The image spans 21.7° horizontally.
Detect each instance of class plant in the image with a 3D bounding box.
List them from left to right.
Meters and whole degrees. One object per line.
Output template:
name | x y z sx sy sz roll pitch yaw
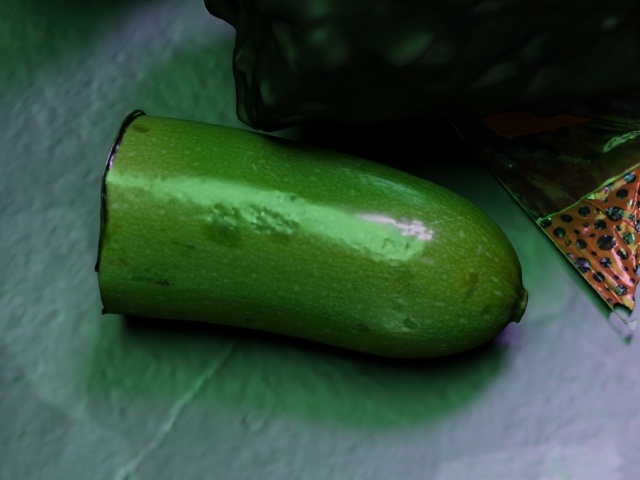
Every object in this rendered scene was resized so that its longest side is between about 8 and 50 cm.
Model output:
plant | 0.097 -0.173 0.724 0.312 0.215 0.213 -8 54 -10

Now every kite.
kite | 0.109 -0.064 0.804 0.125 0.008 0.222 11 62 13

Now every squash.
squash | 0.000 0.000 0.738 0.188 0.095 0.095 9 62 9
